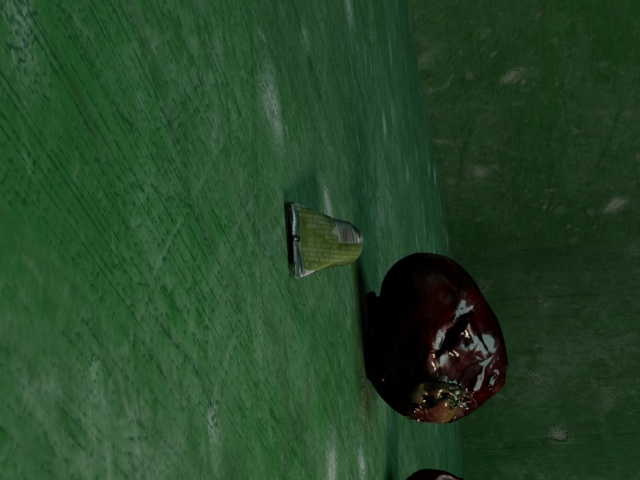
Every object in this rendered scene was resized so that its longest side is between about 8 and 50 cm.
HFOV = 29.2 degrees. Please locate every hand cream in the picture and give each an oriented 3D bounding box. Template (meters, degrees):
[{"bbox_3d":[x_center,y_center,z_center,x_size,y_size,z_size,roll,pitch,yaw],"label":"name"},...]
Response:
[{"bbox_3d":[0.000,0.000,1.479,0.235,0.055,0.086,2,81,-73],"label":"hand cream"}]

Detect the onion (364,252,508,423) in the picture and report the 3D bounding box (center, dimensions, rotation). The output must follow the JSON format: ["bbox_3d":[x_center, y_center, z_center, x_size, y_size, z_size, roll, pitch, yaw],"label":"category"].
[{"bbox_3d":[0.180,0.153,1.929,0.281,0.221,0.281,-4,90,-76],"label":"onion"}]

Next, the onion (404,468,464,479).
[{"bbox_3d":[0.170,0.472,2.088,0.135,0.198,0.173,-55,-148,30],"label":"onion"}]
